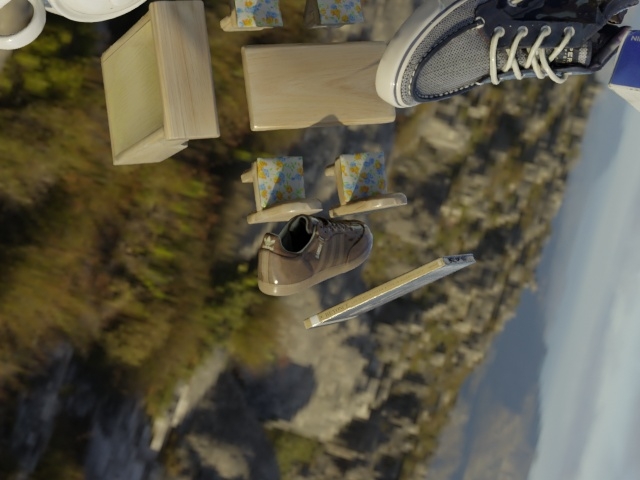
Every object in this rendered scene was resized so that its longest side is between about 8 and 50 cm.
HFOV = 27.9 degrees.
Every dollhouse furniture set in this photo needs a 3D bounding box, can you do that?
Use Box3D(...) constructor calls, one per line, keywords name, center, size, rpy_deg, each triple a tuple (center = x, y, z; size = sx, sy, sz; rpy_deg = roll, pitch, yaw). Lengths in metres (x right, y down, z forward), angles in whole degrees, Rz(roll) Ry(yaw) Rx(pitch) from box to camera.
Box3D(name="dollhouse furniture set", center=(-0.066, -0.213, 1.740), size=(0.256, 0.394, 0.362), rpy_deg=(166, -83, -66))

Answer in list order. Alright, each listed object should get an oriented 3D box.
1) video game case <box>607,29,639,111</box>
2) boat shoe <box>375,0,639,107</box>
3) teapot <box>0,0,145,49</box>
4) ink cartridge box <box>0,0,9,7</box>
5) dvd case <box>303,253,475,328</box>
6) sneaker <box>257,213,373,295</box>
Box3D(name="video game case", center=(0.426, -0.102, 1.127), size=(0.244, 0.269, 0.061), rpy_deg=(24, 84, -52))
Box3D(name="boat shoe", center=(0.233, -0.238, 1.538), size=(0.340, 0.158, 0.127), rpy_deg=(-36, 143, -27))
Box3D(name="teapot", center=(-0.275, -0.351, 1.545), size=(0.252, 0.187, 0.256), rpy_deg=(-2, 145, -40))
Box3D(name="ink cartridge box", center=(-0.590, -0.390, 1.893), size=(0.197, 0.270, 0.198), rpy_deg=(48, 23, -25))
Box3D(name="dvd case", center=(0.100, 0.070, 1.827), size=(0.018, 0.221, 0.164), rpy_deg=(66, 20, 8))
Box3D(name="sneaker", center=(0.000, 0.000, 1.434), size=(0.188, 0.066, 0.071), rpy_deg=(-31, 128, -50))
